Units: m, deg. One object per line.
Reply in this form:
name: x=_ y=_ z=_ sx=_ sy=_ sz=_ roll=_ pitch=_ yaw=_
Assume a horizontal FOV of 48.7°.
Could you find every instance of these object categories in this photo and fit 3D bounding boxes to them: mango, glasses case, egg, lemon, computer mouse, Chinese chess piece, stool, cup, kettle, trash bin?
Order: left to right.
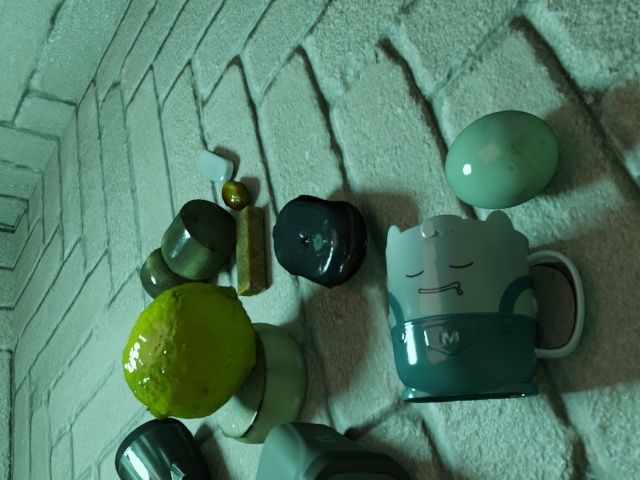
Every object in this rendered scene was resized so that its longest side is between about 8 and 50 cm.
kettle: x=-0.371 y=0.616 z=1.752 sx=0.271 sy=0.207 sz=0.250 roll=35 pitch=102 yaw=45
stool: x=-0.352 y=0.037 z=1.908 sx=0.264 sy=0.179 sz=0.179 roll=-49 pitch=44 yaw=35
lemon: x=-0.269 y=0.226 z=1.484 sx=0.321 sy=0.268 sz=0.268 roll=-52 pitch=38 yaw=1
glasses case: x=-0.303 y=-0.211 z=2.024 sx=0.193 sy=0.049 sz=0.074 roll=28 pitch=103 yaw=53
mango: x=-0.226 y=-0.123 z=1.882 sx=0.127 sy=0.063 sz=0.077 roll=41 pitch=118 yaw=57
glasses case: x=-0.175 y=0.027 z=1.777 sx=0.075 sy=0.049 sz=0.218 roll=-35 pitch=52 yaw=52
Chinese chess piece: x=-0.145 y=0.319 z=1.595 sx=0.270 sy=0.112 sz=0.269 roll=-23 pitch=61 yaw=50
computer mouse: x=0.005 y=0.001 z=1.480 sx=0.323 sy=0.116 sz=0.182 roll=18 pitch=96 yaw=61
trash bin: x=0.009 y=0.456 z=1.272 sx=0.250 sy=0.220 sz=0.219 roll=18 pitch=94 yaw=62
cup: x=0.243 y=0.104 z=1.059 sx=0.290 sy=0.219 sz=0.257 roll=-8 pitch=71 yaw=20
egg: x=0.279 y=-0.124 z=1.105 sx=0.192 sy=0.149 sz=0.149 roll=-18 pitch=66 yaw=50
